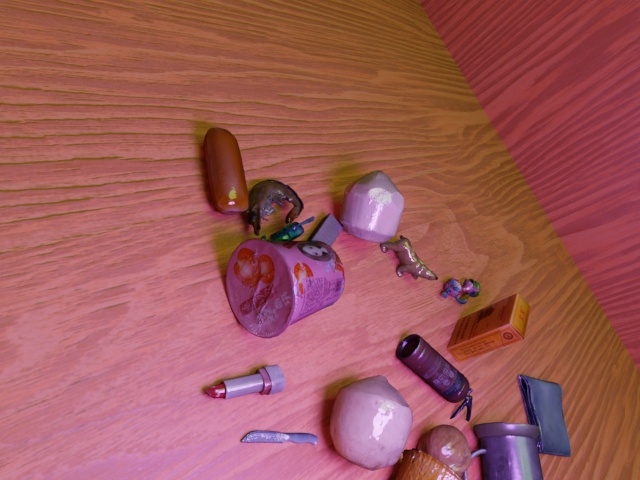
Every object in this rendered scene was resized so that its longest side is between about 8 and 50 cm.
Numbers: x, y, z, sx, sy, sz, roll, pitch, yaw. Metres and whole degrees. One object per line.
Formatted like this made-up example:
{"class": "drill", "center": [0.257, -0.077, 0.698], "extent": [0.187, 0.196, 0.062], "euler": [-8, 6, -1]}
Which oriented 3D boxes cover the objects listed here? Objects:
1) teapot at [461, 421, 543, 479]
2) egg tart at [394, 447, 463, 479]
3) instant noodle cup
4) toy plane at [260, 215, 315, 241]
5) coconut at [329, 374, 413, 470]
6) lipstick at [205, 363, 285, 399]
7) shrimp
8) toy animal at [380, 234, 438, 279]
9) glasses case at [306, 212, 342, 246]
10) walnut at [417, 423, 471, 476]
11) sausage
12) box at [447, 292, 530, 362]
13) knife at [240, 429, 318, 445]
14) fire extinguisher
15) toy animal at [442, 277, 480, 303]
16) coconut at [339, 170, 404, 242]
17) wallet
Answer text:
{"class": "teapot", "center": [0.562, 0.742, 1.281], "extent": [0.270, 0.200, 0.337], "euler": [9, 58, -7]}
{"class": "egg tart", "center": [0.271, 0.653, 1.070], "extent": [0.170, 0.215, 0.215], "euler": [-37, 91, -36]}
{"class": "instant noodle cup", "center": [-0.078, 0.102, 1.085], "extent": [0.231, 0.243, 0.243], "euler": [-10, 71, -50]}
{"class": "toy plane", "center": [-0.106, -0.011, 1.219], "extent": [0.060, 0.096, 0.235], "euler": [55, 42, 2]}
{"class": "coconut", "center": [0.130, 0.452, 1.068], "extent": [0.224, 0.224, 0.224], "euler": [21, 53, -30]}
{"class": "lipstick", "center": [-0.178, 0.337, 0.980], "extent": [0.186, 0.057, 0.063], "euler": [0, 37, -34]}
{"class": "shrimp", "center": [-0.133, -0.098, 1.249], "extent": [0.173, 0.058, 0.253], "euler": [15, 40, -13]}
{"class": "toy animal", "center": [0.327, 0.073, 1.537], "extent": [0.103, 0.101, 0.219], "euler": [-26, 83, -48]}
{"class": "glasses case", "center": [0.000, 0.000, 1.340], "extent": [0.071, 0.047, 0.205], "euler": [49, 43, -15]}
{"class": "walnut", "center": [0.354, 0.607, 1.209], "extent": [0.166, 0.149, 0.167], "euler": [-14, 108, -48]}
{"class": "sausage", "center": [-0.269, -0.198, 1.194], "extent": [0.105, 0.105, 0.275], "euler": [4, 63, -39]}
{"class": "box", "center": [0.591, 0.311, 1.490], "extent": [0.076, 0.274, 0.174], "euler": [46, 44, -3]}
{"class": "knife", "center": [-0.091, 0.467, 0.999], "extent": [0.210, 0.015, 0.028], "euler": [19, 59, -31]}
{"class": "fire extinguisher", "center": [0.387, 0.457, 1.366], "extent": [0.344, 0.102, 0.138], "euler": [43, 77, -13]}
{"class": "toy animal", "center": [0.553, 0.201, 1.668], "extent": [0.208, 0.100, 0.104], "euler": [8, 82, -47]}
{"class": "coconut", "center": [0.175, -0.114, 1.413], "extent": [0.224, 0.224, 0.234], "euler": [19, 97, -31]}
{"class": "wallet", "center": [0.907, 0.698, 1.687], "extent": [0.251, 0.054, 0.291], "euler": [20, 55, -30]}
